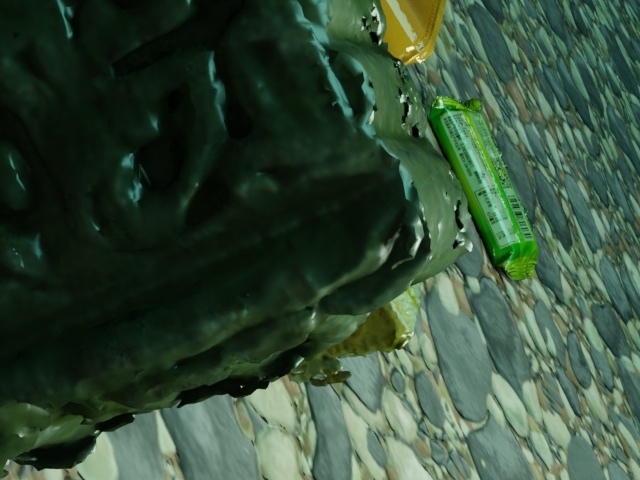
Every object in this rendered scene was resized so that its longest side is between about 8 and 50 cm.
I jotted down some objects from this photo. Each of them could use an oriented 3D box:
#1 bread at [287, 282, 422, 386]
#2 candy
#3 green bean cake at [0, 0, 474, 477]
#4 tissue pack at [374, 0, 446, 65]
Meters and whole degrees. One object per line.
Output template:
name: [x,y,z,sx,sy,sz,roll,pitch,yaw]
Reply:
bread: [-0.001,0.002,1.109,0.110,0.103,0.156,59,13,-29]
candy: [0.151,-0.047,1.655,0.102,0.032,0.178,-10,76,-66]
green bean cake: [-0.089,-0.050,0.748,0.132,0.241,0.255,-3,71,-78]
tissue pack: [-0.042,-0.233,1.242,0.274,0.145,0.194,56,23,-18]
